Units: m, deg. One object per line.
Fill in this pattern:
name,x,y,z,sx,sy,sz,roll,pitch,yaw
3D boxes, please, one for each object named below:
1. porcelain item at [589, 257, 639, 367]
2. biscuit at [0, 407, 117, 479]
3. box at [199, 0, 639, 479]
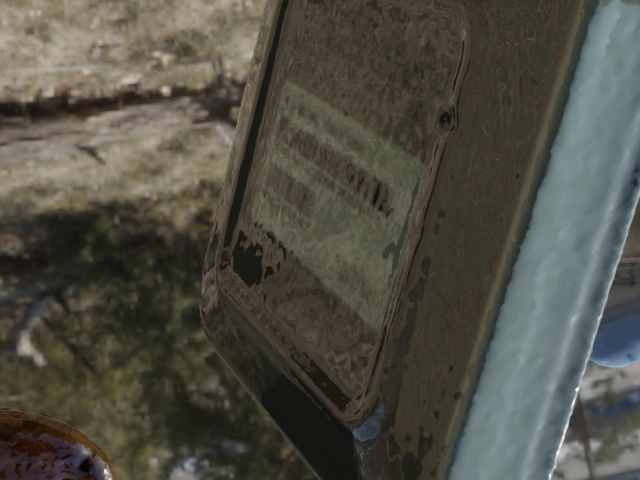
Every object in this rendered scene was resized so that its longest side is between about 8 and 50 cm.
porcelain item,0.404,0.077,1.585,0.141,0.141,0.259,13,153,-43
biscuit,-0.281,0.231,1.105,0.212,0.036,0.212,-7,125,-10
box,0.049,-0.044,0.849,0.111,0.396,0.396,6,-164,-28
